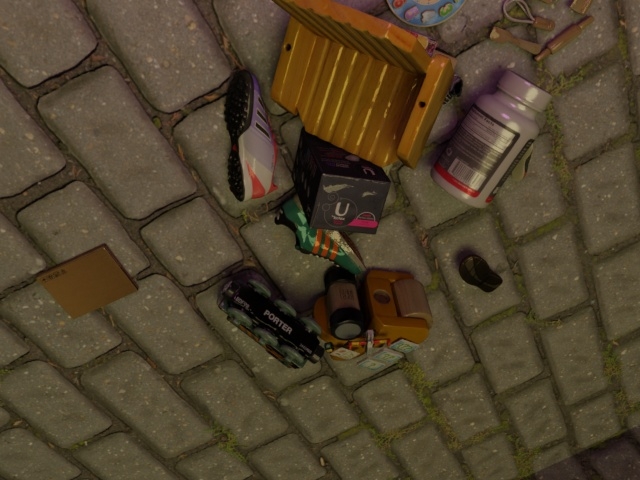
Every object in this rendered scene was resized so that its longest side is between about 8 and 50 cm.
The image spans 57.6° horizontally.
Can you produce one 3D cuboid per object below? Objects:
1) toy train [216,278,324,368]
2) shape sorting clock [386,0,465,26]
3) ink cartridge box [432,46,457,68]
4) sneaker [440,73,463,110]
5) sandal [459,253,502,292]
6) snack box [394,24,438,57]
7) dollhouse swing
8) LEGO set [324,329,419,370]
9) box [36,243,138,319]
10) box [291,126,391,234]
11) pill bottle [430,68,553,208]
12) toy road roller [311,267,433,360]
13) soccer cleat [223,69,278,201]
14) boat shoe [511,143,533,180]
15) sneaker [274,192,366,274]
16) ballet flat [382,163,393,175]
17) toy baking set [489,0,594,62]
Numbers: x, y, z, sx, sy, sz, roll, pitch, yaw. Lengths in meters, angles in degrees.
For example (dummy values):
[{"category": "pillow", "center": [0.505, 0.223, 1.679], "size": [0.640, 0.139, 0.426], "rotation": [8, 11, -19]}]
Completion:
[{"category": "toy train", "center": [-0.143, 0.234, 1.614], "size": [0.334, 0.142, 0.190], "rotation": [38, 153, -10]}, {"category": "shape sorting clock", "center": [0.241, -0.577, 1.285], "size": [0.206, 0.040, 0.206], "rotation": [-6, 123, -9]}, {"category": "ink cartridge box", "center": [0.180, -0.362, 1.382], "size": [0.193, 0.088, 0.235], "rotation": [15, 118, -20]}, {"category": "sneaker", "center": [0.318, -0.356, 1.428], "size": [0.038, 0.069, 0.098], "rotation": [13, 118, -20]}, {"category": "sandal", "center": [0.483, 0.093, 1.770], "size": [0.090, 0.060, 0.219], "rotation": [-42, 136, 22]}, {"category": "snack box", "center": [0.185, -0.391, 1.289], "size": [0.100, 0.037, 0.141], "rotation": [12, 119, -18]}, {"category": "dollhouse swing", "center": [0.042, -0.307, 1.163], "size": [0.347, 0.305, 0.315], "rotation": [28, 117, 16]}, {"category": "LEGO set", "center": [0.132, 0.313, 1.603], "size": [0.244, 0.060, 0.182], "rotation": [25, 134, -35]}, {"category": "box", "center": [-0.616, 0.113, 1.547], "size": [0.201, 0.021, 0.164], "rotation": [-24, 124, 3]}, {"category": "box", "center": [0.040, -0.145, 1.379], "size": [0.165, 0.270, 0.143], "rotation": [5, 121, -16]}, {"category": "pill bottle", "center": [0.429, -0.253, 1.456], "size": [0.176, 0.176, 0.318], "rotation": [20, 116, -23]}, {"category": "toy road roller", "center": [0.138, 0.231, 1.699], "size": [0.329, 0.202, 0.241], "rotation": [4, 135, -12]}, {"category": "soccer cleat", "center": [-0.156, -0.248, 1.384], "size": [0.116, 0.108, 0.318], "rotation": [-16, 125, -30]}, {"category": "boat shoe", "center": [0.552, -0.230, 1.582], "size": [0.043, 0.049, 0.137], "rotation": [-34, 135, -44]}, {"category": "sneaker", "center": [0.000, 0.000, 1.571], "size": [0.121, 0.108, 0.302], "rotation": [-38, 115, 13]}, {"category": "ballet flat", "center": [0.140, -0.160, 1.512], "size": [0.080, 0.073, 0.232], "rotation": [16, 117, -22]}, {"category": "toy baking set", "center": [0.533, -0.533, 1.392], "size": [0.256, 0.030, 0.197], "rotation": [-40, 119, 13]}]
